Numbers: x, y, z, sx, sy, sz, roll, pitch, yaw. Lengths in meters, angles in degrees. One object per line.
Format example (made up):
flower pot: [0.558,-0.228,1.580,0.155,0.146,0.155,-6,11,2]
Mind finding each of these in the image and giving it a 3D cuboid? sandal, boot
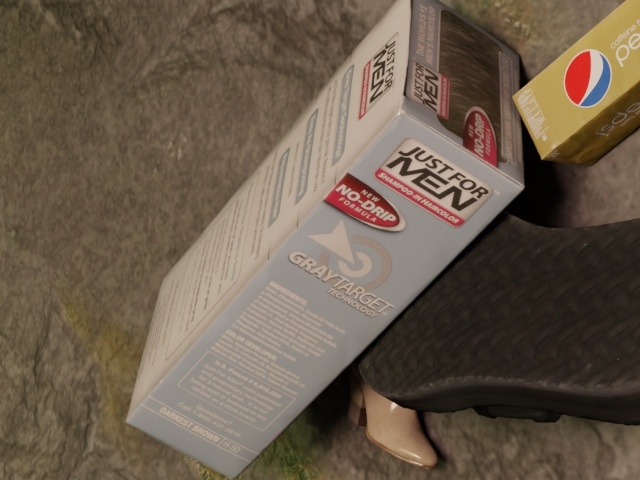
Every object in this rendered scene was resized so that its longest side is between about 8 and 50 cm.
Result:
sandal: [0.154,0.067,1.057,0.167,0.107,0.446,-58,21,-10]
boot: [0.064,0.121,1.243,0.118,0.042,0.087,29,105,43]

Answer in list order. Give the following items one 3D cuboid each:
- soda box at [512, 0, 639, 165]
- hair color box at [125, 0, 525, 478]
soda box: [0.224,-0.126,1.080,0.181,0.061,0.058,-40,60,36]
hair color box: [0.000,0.000,1.209,0.374,0.113,0.185,-48,20,33]
